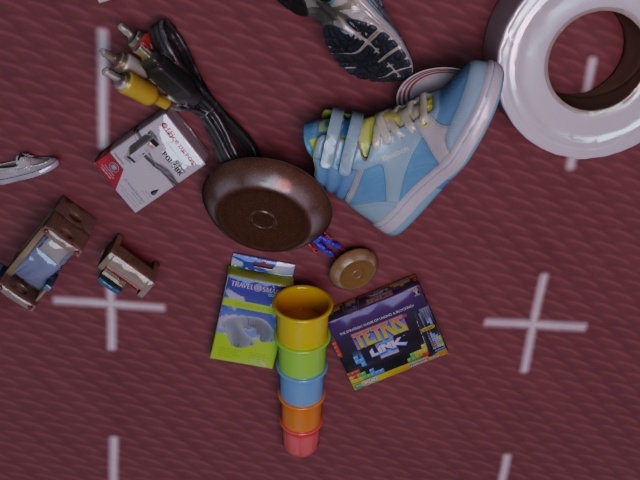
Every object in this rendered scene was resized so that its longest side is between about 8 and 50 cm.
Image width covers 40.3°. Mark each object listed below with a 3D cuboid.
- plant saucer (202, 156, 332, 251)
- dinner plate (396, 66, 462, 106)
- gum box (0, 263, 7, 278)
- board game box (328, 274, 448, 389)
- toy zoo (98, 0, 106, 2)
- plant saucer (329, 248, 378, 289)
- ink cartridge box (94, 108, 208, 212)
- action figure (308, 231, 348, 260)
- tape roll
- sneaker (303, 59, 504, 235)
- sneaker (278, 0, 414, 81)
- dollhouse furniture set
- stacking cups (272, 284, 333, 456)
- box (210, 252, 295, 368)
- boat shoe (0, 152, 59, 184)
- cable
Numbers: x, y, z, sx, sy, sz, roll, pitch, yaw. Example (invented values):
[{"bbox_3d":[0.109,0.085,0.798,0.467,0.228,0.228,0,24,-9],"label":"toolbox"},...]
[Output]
[{"bbox_3d":[-0.083,-0.041,1.295,0.199,0.036,0.198,7,141,6],"label":"plant saucer"},{"bbox_3d":[0.181,-0.206,1.263,0.141,0.017,0.141,4,148,3],"label":"dinner plate"},{"bbox_3d":[-0.557,0.133,1.328,0.041,0.157,0.184,36,108,-16],"label":"gum box"},{"bbox_3d":[0.106,0.152,1.431,0.170,0.048,0.141,-23,114,7],"label":"board game box"},{"bbox_3d":[-0.256,-0.483,1.143,0.192,0.030,0.293,-16,114,4],"label":"toy zoo"},{"bbox_3d":[0.056,0.050,1.385,0.083,0.015,0.083,-12,130,-15],"label":"plant saucer"},{"bbox_3d":[-0.248,-0.122,1.287,0.135,0.056,0.099,-34,110,12],"label":"ink cartridge box"},{"bbox_3d":[0.000,0.000,1.371,0.115,0.030,0.038,38,111,-15],"label":"action figure"},{"bbox_3d":[0.378,-0.265,1.236,0.286,0.100,0.286,-1,114,-2],"label":"tape roll"},{"bbox_3d":[0.097,-0.156,1.221,0.208,0.127,0.319,27,128,-11],"label":"sneaker"},{"bbox_3d":[0.048,-0.330,1.186,0.110,0.122,0.283,-4,146,43],"label":"sneaker"},{"bbox_3d":[-0.362,0.053,1.318,0.184,0.129,0.129,38,107,-17],"label":"dollhouse furniture set"},{"bbox_3d":[-0.037,0.224,1.413,0.096,0.096,0.316,2,123,-4],"label":"stacking cups"},{"bbox_3d":[-0.109,0.115,1.407,0.109,0.042,0.178,11,113,-8],"label":"box"},{"bbox_3d":[-0.439,-0.112,1.295,0.100,0.035,0.035,-13,116,10],"label":"boat shoe"},{"bbox_3d":[-0.190,-0.201,1.251,0.072,0.139,0.287,-17,136,31],"label":"cable"}]
